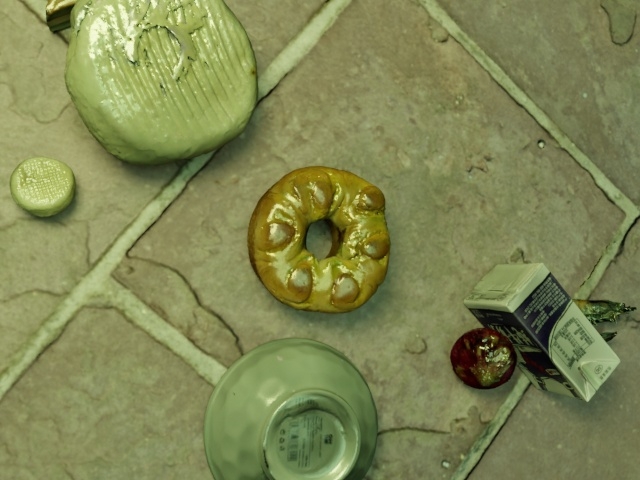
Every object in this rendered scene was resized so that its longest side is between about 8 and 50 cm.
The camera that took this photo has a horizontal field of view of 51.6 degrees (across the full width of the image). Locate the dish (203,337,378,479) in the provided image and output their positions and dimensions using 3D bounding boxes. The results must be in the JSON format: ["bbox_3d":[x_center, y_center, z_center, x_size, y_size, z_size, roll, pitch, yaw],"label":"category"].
[{"bbox_3d":[-0.028,0.288,0.970,0.303,0.120,0.302,1,85,-17],"label":"dish"}]

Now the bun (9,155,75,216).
[{"bbox_3d":[-0.383,-0.072,0.912,0.086,0.055,0.086,7,71,-21],"label":"bun"}]

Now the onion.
[{"bbox_3d":[0.269,0.192,1.087,0.107,0.097,0.107,5,110,14],"label":"onion"}]

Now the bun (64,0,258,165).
[{"bbox_3d":[-0.221,-0.237,0.915,0.273,0.168,0.272,-4,99,-28],"label":"bun"}]

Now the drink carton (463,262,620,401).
[{"bbox_3d":[0.364,0.148,1.093,0.102,0.134,0.222,-45,101,-17],"label":"drink carton"}]

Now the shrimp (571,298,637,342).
[{"bbox_3d":[0.494,0.145,1.182,0.161,0.034,0.091,-4,73,-16],"label":"shrimp"}]

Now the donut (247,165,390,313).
[{"bbox_3d":[-0.002,-0.002,0.996,0.227,0.114,0.226,1,87,-17],"label":"donut"}]

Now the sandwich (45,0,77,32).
[{"bbox_3d":[-0.333,-0.382,0.932,0.163,0.079,0.113,-29,94,-15],"label":"sandwich"}]
